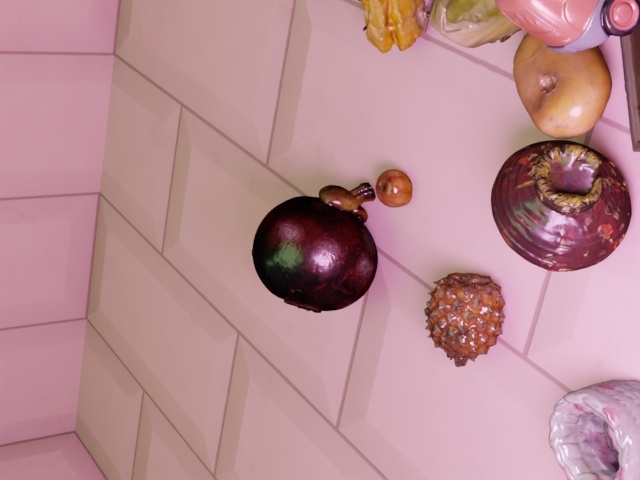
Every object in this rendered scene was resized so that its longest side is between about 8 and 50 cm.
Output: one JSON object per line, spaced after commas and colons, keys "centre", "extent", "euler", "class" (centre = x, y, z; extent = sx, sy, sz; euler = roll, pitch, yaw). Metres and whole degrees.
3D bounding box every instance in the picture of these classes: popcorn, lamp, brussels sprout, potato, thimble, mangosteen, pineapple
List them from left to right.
{"centre": [-0.010, 0.016, 2.425], "extent": [0.297, 0.297, 0.293], "euler": [34, 124, 48], "class": "mangosteen"}
{"centre": [0.150, -0.472, 2.240], "extent": [0.152, 0.148, 0.167], "euler": [7, 86, 30], "class": "popcorn"}
{"centre": [0.282, 0.162, 2.130], "extent": [0.166, 0.166, 0.193], "euler": [24, 116, 52], "class": "pineapple"}
{"centre": [0.316, -0.457, 1.891], "extent": [0.271, 0.210, 0.219], "euler": [-49, 19, 17], "class": "brussels sprout"}
{"centre": [0.412, -0.064, 1.841], "extent": [0.247, 0.247, 0.247], "euler": [12, 105, 55], "class": "lamp"}
{"centre": [0.422, -0.279, 1.858], "extent": [0.150, 0.146, 0.234], "euler": [102, 157, -54], "class": "potato"}
{"centre": [0.501, 0.349, 1.844], "extent": [0.185, 0.149, 0.211], "euler": [-9, 88, 54], "class": "thimble"}

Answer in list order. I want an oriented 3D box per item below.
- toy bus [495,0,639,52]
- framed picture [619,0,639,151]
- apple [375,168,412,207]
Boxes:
{"centre": [0.392, -0.450, 1.702], "extent": [0.194, 0.232, 0.287], "euler": [-145, 74, -72], "class": "toy bus"}
{"centre": [0.559, -0.376, 1.677], "extent": [0.326, 0.028, 0.446], "euler": [172, 92, -74], "class": "framed picture"}
{"centre": [0.162, -0.112, 2.341], "extent": [0.084, 0.071, 0.084], "euler": [-6, 82, 52], "class": "apple"}
